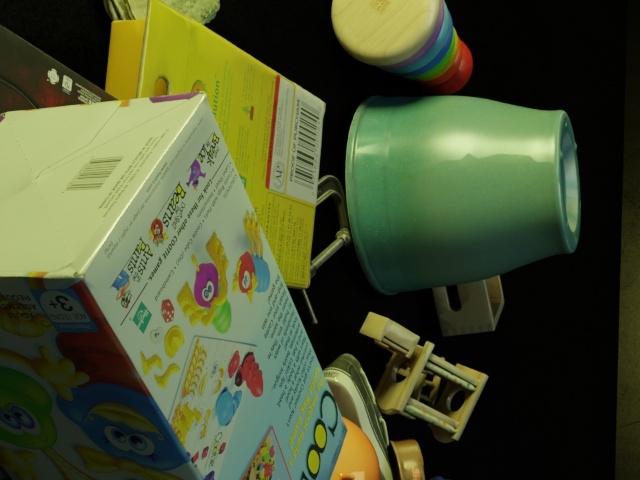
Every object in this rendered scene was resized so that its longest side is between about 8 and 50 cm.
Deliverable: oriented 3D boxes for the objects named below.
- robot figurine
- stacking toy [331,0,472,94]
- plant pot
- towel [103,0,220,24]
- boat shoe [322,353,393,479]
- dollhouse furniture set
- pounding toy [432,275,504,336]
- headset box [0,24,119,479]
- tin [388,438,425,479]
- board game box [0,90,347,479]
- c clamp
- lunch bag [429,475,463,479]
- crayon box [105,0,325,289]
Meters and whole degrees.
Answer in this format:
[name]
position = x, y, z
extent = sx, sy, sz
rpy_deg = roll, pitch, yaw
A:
[robot figurine]
position = -0.005, 0.250, 0.912
extent = 0.219, 0.128, 0.158
rpy_deg = 88, -10, -57
[stacking toy]
position = 0.139, -0.277, 1.249
extent = 0.330, 0.141, 0.141
rpy_deg = 8, 82, -66
[plant pot]
position = 0.199, -0.069, 1.184
extent = 0.271, 0.255, 0.271
rpy_deg = -4, 90, -66
[towel]
position = -0.146, -0.230, 0.815
extent = 0.148, 0.027, 0.110
rpy_deg = -53, 133, -47
[boat shoe]
position = 0.052, 0.243, 1.104
extent = 0.070, 0.078, 0.219
rpy_deg = -43, 124, -53
[dollhouse furniture set]
position = 0.084, 0.166, 1.160
extent = 0.182, 0.161, 0.101
rpy_deg = 31, 81, -30
[pounding toy]
position = 0.227, 0.028, 1.435
extent = 0.206, 0.094, 0.181
rpy_deg = -42, 120, -66
[headset box]
position = -0.242, 0.017, 0.534
extent = 0.218, 0.110, 0.293
rpy_deg = 32, 60, -59
[tin]
position = 0.105, 0.309, 1.145
extent = 0.189, 0.040, 0.106
rpy_deg = 101, -14, -73
[board game box]
position = -0.103, 0.073, 0.526
extent = 0.144, 0.142, 0.275
rpy_deg = -65, 145, -44
[c clamp]
position = 0.000, 0.000, 1.085
extent = 0.160, 0.022, 0.137
rpy_deg = -48, 125, -50
[lunch bag]
position = 0.189, 0.509, 1.311
extent = 0.243, 0.115, 0.303
rpy_deg = -18, 104, -63
[crayon box]
position = -0.100, -0.067, 0.799
extent = 0.318, 0.081, 0.202
rpy_deg = 18, 77, -66
